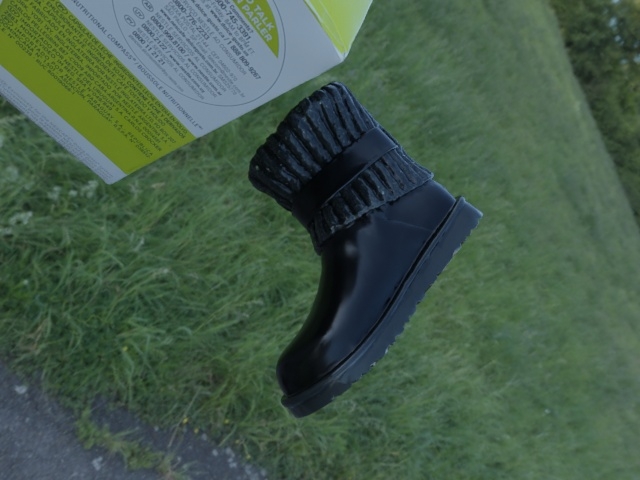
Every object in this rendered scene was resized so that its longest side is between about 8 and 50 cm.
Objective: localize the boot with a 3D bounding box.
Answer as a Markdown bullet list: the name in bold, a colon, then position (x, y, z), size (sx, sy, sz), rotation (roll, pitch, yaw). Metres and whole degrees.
- **boot**: position (0.000, 0.000, 0.629), size (0.260, 0.348, 0.131), rotation (41, -20, 0)

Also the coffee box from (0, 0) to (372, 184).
- **coffee box**: position (-0.153, -0.315, 0.479), size (0.338, 0.335, 0.337), rotation (47, 44, -31)
